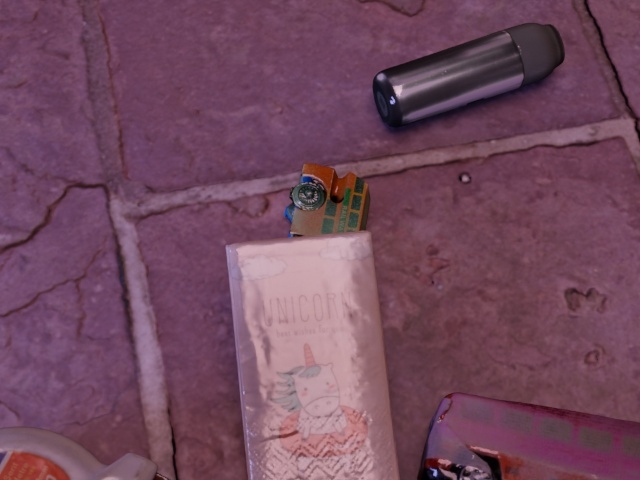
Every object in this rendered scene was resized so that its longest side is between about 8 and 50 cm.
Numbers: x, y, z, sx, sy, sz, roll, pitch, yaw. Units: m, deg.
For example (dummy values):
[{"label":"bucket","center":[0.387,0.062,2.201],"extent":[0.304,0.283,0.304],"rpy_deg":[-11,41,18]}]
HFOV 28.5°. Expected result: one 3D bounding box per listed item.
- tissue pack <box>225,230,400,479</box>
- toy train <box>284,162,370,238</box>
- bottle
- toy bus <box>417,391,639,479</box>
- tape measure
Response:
[{"label":"tissue pack","center":[-0.007,0.156,1.403],"extent":[0.170,0.071,0.325],"rpy_deg":[-5,78,-4]},{"label":"toy train","center":[0.000,0.000,1.528],"extent":[0.099,0.072,0.188],"rpy_deg":[12,63,-4]},{"label":"bottle","center":[0.191,-0.221,1.648],"extent":[0.254,0.079,0.096],"rpy_deg":[-20,27,-11]},{"label":"toy bus","center":[0.253,0.265,1.368],"extent":[0.303,0.127,0.147],"rpy_deg":[12,60,3]},{"label":"tape measure","center":[-0.311,0.324,1.317],"extent":[0.265,0.130,0.258],"rpy_deg":[20,64,14]}]
